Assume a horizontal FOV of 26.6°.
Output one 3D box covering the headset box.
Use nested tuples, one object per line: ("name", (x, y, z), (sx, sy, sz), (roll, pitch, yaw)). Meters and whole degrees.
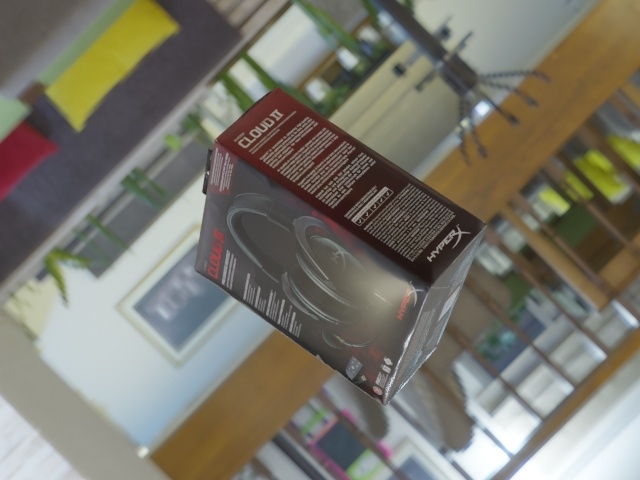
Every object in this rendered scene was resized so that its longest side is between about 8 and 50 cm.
("headset box", (0.000, 0.000, 0.397), (0.032, 0.083, 0.062), (-45, 162, -36))
